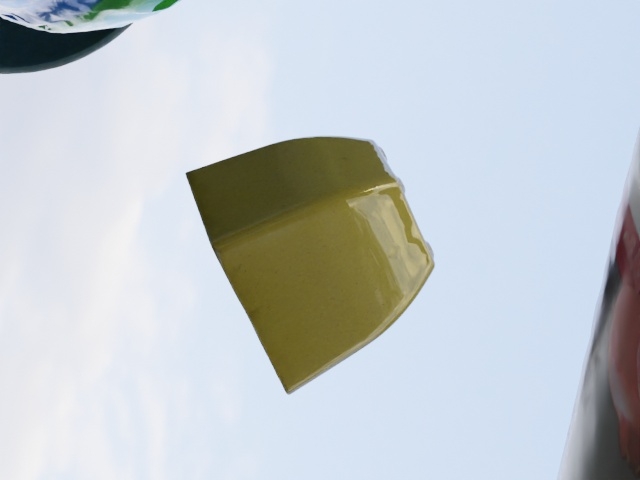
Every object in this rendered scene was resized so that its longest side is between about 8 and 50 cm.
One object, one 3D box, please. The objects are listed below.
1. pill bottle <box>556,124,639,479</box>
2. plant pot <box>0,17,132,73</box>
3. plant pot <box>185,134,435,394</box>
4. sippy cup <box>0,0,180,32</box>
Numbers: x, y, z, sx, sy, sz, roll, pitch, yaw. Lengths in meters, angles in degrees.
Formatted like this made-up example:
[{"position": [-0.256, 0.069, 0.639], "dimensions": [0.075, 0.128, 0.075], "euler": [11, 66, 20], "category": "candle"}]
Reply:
[{"position": [0.157, 0.099, 0.612], "dimensions": [0.176, 0.176, 0.318], "euler": [-112, -158, -47], "category": "pill bottle"}, {"position": [-0.185, -0.273, 1.196], "dimensions": [0.290, 0.290, 0.195], "euler": [-58, -178, 37], "category": "plant pot"}, {"position": [0.000, 0.000, 0.857], "dimensions": [0.081, 0.083, 0.081], "euler": [64, 0, -28], "category": "plant pot"}, {"position": [-0.166, -0.172, 0.624], "dimensions": [0.305, 0.224, 0.240], "euler": [-45, -115, 49], "category": "sippy cup"}]
